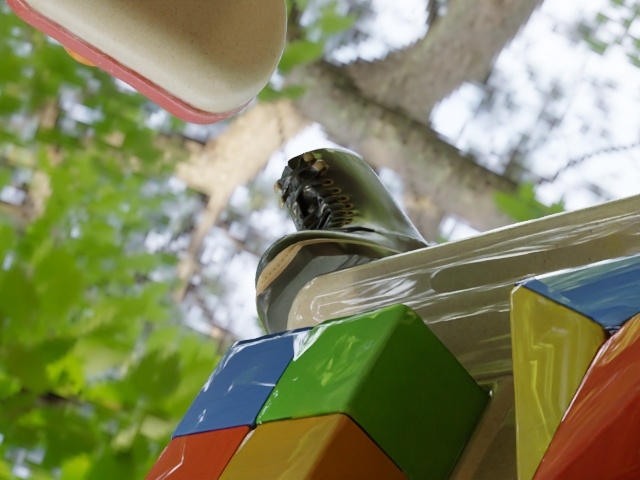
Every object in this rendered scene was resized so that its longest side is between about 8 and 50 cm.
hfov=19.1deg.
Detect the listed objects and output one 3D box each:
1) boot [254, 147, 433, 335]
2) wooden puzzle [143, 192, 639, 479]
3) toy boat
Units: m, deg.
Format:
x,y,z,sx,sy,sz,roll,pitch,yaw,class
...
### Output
x,y,z,sx,sy,sz,roll,pitch,yaw,class
0.000,0.000,0.918,0.137,0.077,0.198,53,-168,27,boot
0.015,0.116,0.528,0.080,0.322,0.348,45,-126,-25,wooden puzzle
-0.143,-0.174,1.400,0.231,0.151,0.151,32,-121,-19,toy boat
